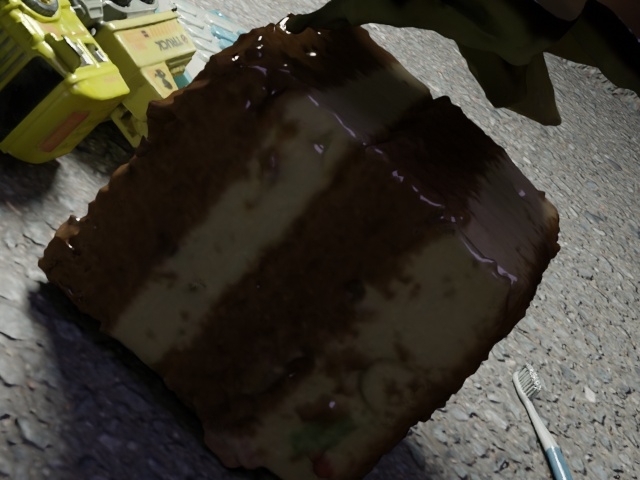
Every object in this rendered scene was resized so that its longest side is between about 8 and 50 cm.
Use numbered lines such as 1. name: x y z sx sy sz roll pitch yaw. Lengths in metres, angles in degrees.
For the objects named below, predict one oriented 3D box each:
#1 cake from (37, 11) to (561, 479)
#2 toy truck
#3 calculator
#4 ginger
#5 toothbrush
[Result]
1. cake: 0.000 0.000 0.897 0.290 0.256 0.282 44 23 1
2. toy truck: -0.203 -0.149 1.025 0.157 0.124 0.272 50 22 1
3. calculator: -0.068 -0.159 1.297 0.256 0.054 0.386 19 30 -35
4. ginger: 0.087 -0.203 0.884 0.413 0.211 0.358 12 47 -32
5. toothbrush: 0.227 0.213 1.099 0.019 0.025 0.275 27 27 -25
